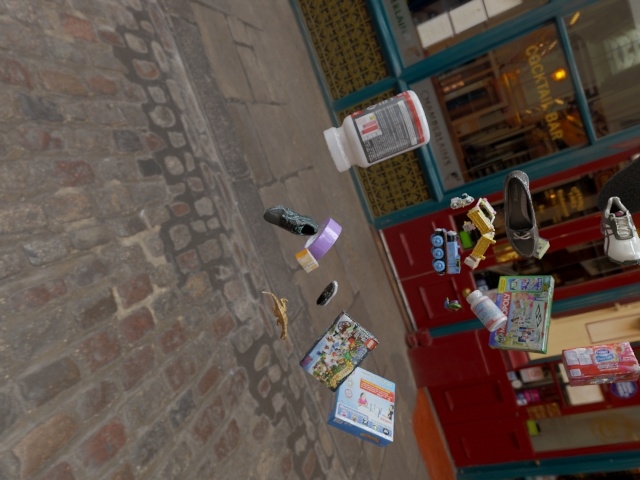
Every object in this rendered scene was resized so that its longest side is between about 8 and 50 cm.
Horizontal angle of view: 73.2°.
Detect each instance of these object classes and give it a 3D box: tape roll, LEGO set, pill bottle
[{"bbox_3d":[0.000,0.000,2.483,0.090,0.275,0.275,39,28,-11],"label":"tape roll"},{"bbox_3d":[0.556,-0.041,1.506,0.107,0.132,0.287,-49,125,-42],"label":"LEGO set"},{"bbox_3d":[0.670,0.283,1.749,0.160,0.087,0.087,55,9,33],"label":"pill bottle"},{"bbox_3d":[0.209,-0.402,1.634,0.210,0.362,0.211,-20,90,-81],"label":"pill bottle"}]

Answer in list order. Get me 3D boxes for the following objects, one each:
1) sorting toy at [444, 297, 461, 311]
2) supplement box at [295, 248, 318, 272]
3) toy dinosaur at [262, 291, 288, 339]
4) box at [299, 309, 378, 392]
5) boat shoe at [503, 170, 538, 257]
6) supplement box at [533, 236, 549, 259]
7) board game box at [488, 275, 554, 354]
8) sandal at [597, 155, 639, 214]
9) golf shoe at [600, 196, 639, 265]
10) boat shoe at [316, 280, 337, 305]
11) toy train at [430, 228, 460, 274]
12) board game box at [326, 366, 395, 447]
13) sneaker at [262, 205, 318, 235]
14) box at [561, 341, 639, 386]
[{"bbox_3d":[0.536,0.257,1.748,0.102,0.061,0.042,74,25,-67],"label":"sorting toy"},{"bbox_3d":[-0.060,0.091,1.935,0.098,0.062,0.036,54,10,-34],"label":"supplement box"},{"bbox_3d":[-0.137,0.231,1.447,0.112,0.064,0.212,-114,-173,-70],"label":"toy dinosaur"},{"bbox_3d":[0.062,0.377,1.462,0.159,0.233,0.044,40,5,-6],"label":"box"},{"bbox_3d":[0.733,-0.089,1.595,0.095,0.112,0.336,-24,105,-55],"label":"boat shoe"},{"bbox_3d":[1.078,0.036,2.126,0.056,0.083,0.083,35,1,38],"label":"supplement box"},{"bbox_3d":[0.824,0.296,1.764,0.046,0.213,0.318,38,61,-36],"label":"board game box"},{"bbox_3d":[1.226,-0.268,1.581,0.167,0.446,0.107,46,35,23],"label":"sandal"},{"bbox_3d":[0.994,-0.028,1.435,0.273,0.105,0.120,-72,144,-48],"label":"golf shoe"},{"bbox_3d":[0.026,0.225,1.805,0.040,0.142,0.049,0,42,-37],"label":"boat shoe"},{"bbox_3d":[0.484,0.043,1.664,0.080,0.105,0.184,-53,137,-77],"label":"toy train"},{"bbox_3d":[0.202,0.777,2.064,0.308,0.086,0.302,27,38,-9],"label":"board game box"},{"bbox_3d":[-0.132,-0.087,1.973,0.106,0.267,0.101,-102,-153,-62],"label":"sneaker"},{"bbox_3d":[1.173,0.524,1.814,0.123,0.256,0.128,56,28,-45],"label":"box"}]
